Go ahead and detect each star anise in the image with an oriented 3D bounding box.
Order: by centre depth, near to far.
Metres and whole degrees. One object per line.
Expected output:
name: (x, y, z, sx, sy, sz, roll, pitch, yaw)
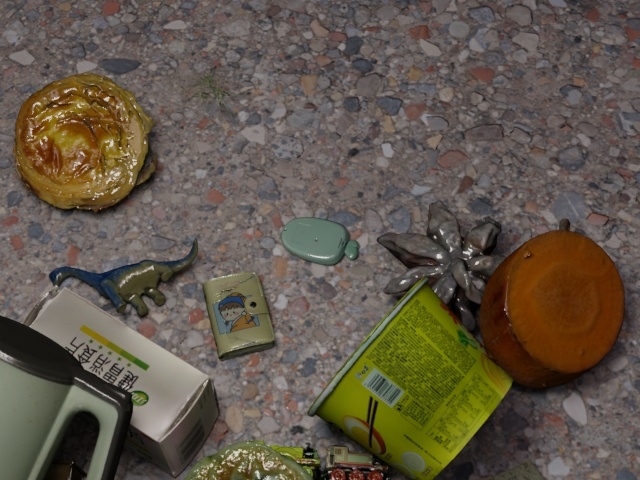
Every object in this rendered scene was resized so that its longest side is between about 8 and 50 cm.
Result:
star anise: (0.258, 0.037, 2.024, 0.316, 0.139, 0.359, 29, 67, 6)

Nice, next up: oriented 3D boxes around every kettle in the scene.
kettle: (-0.490, 0.337, 1.698, 0.361, 0.250, 0.377, 28, 92, 7)

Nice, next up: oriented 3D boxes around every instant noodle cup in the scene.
instant noodle cup: (0.156, 0.242, 1.822, 0.221, 0.311, 0.311, 42, 66, 8)

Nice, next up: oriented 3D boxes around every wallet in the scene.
wallet: (-0.148, 0.132, 2.028, 0.110, 0.039, 0.155, -13, 60, -6)

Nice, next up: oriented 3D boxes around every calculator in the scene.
calculator: (0.000, 0.000, 2.121, 0.153, 0.021, 0.095, 13, 59, 13)

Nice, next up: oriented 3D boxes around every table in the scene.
table: (-0.434, 0.410, 1.832, 0.070, 0.083, 0.082, 2, 64, 5)

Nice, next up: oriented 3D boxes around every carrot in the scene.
carrot: (0.414, 0.115, 1.948, 0.307, 0.100, 0.258, -29, 92, -29)

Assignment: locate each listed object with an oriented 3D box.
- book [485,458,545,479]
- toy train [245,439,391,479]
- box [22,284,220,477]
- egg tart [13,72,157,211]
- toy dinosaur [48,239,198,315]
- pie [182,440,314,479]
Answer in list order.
book: (0.268, 0.500, 1.708, 0.379, 0.031, 0.264, -13, 56, -38)
toy train: (-0.006, 0.378, 1.865, 0.249, 0.053, 0.085, 4, 56, 4)
box: (-0.344, 0.235, 1.885, 0.333, 0.173, 0.145, 29, 62, 17)
egg tart: (-0.455, -0.182, 2.188, 0.297, 0.132, 0.297, -1, 72, 4)
toy dinosaur: (-0.357, 0.048, 2.070, 0.247, 0.075, 0.188, -39, 58, -15)
pie: (-0.116, 0.441, 1.794, 0.240, 0.054, 0.241, -1, 76, 2)
